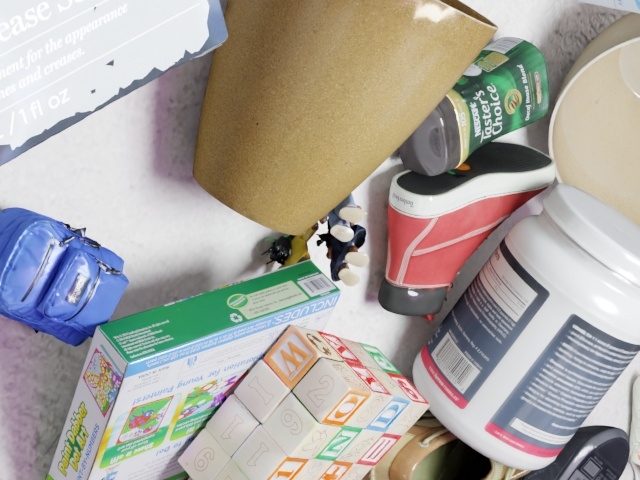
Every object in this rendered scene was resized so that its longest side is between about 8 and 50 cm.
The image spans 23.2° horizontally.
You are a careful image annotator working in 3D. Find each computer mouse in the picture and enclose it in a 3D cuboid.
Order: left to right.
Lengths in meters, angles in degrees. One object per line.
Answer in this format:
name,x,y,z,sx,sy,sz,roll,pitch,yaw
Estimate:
computer mouse,0.279,0.329,1.978,0.272,0.072,0.188,-47,136,-5

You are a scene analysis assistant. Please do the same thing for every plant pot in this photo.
plant pot,-0.004,-0.140,1.404,0.237,0.237,0.254,16,108,-47
plant pot,0.411,-0.164,1.792,0.191,0.284,0.284,-74,153,-51

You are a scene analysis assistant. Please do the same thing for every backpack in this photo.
backpack,-0.230,0.026,1.316,0.120,0.101,0.098,34,74,-45

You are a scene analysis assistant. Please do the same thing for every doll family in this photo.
doll family,0.000,0.000,1.525,0.076,0.111,0.193,30,116,-21

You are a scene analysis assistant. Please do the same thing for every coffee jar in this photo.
coffee jar,0.158,-0.141,1.651,0.184,0.079,0.096,-30,125,-33

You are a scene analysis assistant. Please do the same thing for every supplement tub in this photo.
supplement tub,0.245,0.095,1.693,0.191,0.191,0.272,16,116,-47

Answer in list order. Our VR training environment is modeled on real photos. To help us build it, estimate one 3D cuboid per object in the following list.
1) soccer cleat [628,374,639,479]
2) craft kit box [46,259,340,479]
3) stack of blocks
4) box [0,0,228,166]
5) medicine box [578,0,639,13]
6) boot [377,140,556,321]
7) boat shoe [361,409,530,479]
soccer cleat,0.450,0.266,2.122,0.076,0.068,0.196,-36,132,-26
craft kit box,-0.121,0.148,1.438,0.250,0.061,0.246,-16,139,-41
stack of blocks,-0.053,0.226,1.485,0.297,0.087,0.171,-50,152,12
box,-0.274,-0.268,1.070,0.293,0.212,0.395,-35,127,-30
medicine box,0.251,-0.375,1.496,0.149,0.289,0.263,-45,132,-26
boot,0.158,-0.007,1.712,0.244,0.088,0.176,-20,127,-40
boat shoe,0.163,0.253,1.785,0.324,0.120,0.122,1,105,-45
